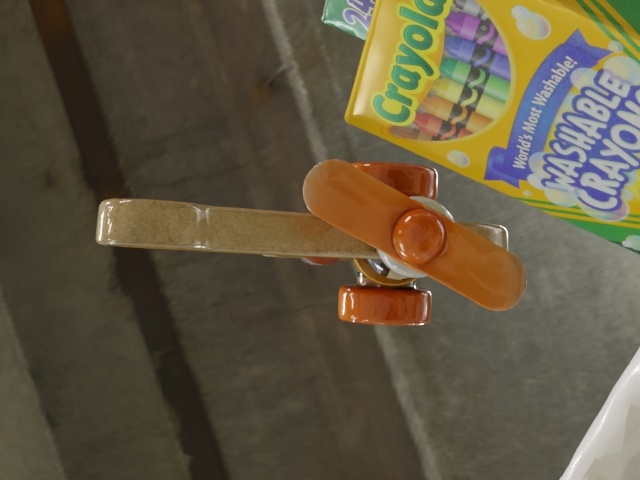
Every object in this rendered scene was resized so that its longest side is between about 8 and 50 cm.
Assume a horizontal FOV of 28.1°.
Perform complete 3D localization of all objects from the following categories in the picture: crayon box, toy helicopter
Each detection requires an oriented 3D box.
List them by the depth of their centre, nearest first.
[{"bbox_3d":[0.143,-0.118,0.848,0.323,0.203,0.083,25,-120,6],"label":"crayon box"},{"bbox_3d":[0.000,0.000,1.007,0.355,0.235,0.140,4,-90,-32],"label":"toy helicopter"}]

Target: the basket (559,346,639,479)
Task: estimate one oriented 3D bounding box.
[{"bbox_3d":[0.247,0.264,0.626,0.328,0.266,0.331,29,-97,24],"label":"basket"}]
